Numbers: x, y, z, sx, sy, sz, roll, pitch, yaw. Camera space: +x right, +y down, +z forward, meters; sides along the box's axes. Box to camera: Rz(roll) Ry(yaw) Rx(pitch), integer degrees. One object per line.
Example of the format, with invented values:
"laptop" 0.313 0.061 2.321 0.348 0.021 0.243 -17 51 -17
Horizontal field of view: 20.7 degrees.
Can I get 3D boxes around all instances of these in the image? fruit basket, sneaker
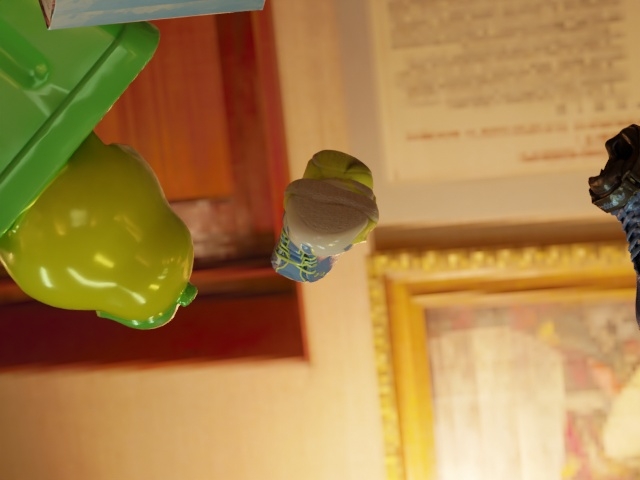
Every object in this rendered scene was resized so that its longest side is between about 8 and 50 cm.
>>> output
"fruit basket" -0.283 -0.071 1.665 0.392 0.392 0.283 -10 -155 -23
"sneaker" 0.000 0.000 1.676 0.091 0.126 0.240 22 -161 3
"sneaker" 0.221 -0.011 1.231 0.085 0.152 0.058 23 157 -17

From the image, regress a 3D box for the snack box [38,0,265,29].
"snack box" -0.148 -0.266 1.342 0.174 0.207 0.070 -9 147 -22
